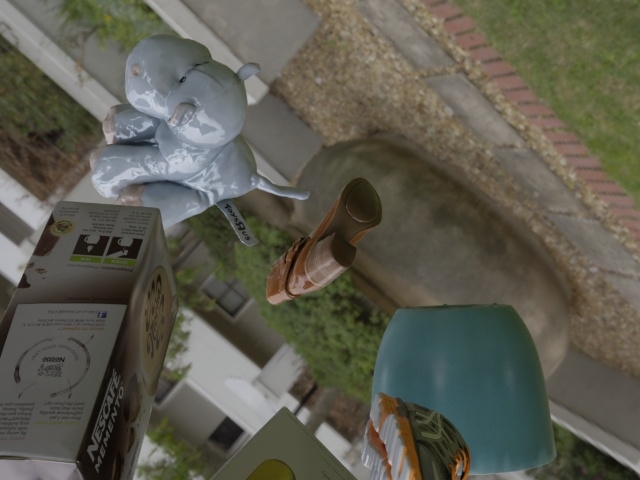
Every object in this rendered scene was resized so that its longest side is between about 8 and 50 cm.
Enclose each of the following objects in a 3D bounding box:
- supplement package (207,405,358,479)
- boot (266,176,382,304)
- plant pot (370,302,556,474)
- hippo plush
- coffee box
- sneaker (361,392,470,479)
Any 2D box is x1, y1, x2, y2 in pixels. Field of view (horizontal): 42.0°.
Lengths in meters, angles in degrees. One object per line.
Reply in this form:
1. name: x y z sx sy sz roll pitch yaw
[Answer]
1. supplement package: -0.080 0.374 1.003 0.199 0.198 0.262 44 -159 7
2. boot: 0.000 0.000 1.175 0.073 0.197 0.152 46 132 -13
3. plant pot: 0.216 0.219 1.316 0.292 0.235 0.293 -2 178 0
4. hippo plush: -0.189 -0.135 1.118 0.294 0.234 0.237 41 158 13
5. coffee box: -0.235 0.124 0.822 0.118 0.297 0.168 4 136 4
6. sneaker: 0.084 0.180 0.674 0.083 0.084 0.215 15 -170 -2
